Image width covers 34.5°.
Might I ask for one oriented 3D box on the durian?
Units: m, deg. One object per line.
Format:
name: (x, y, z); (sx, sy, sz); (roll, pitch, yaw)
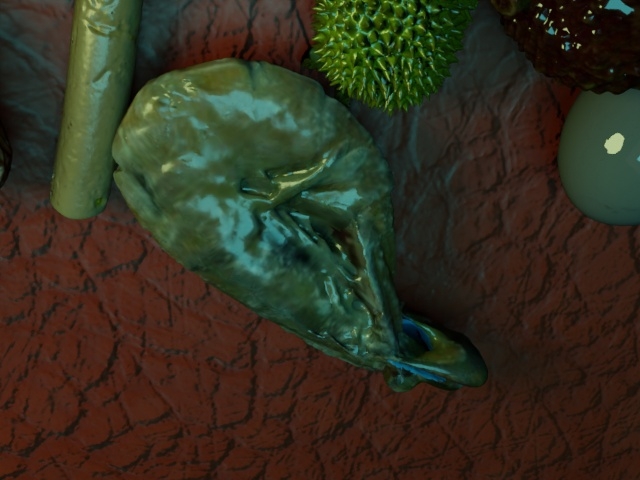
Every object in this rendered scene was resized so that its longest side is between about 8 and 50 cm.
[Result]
durian: (0.063, -0.195, 0.881); (0.146, 0.159, 0.198); (6, 114, -4)

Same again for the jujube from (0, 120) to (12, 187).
jujube: (-0.364, -0.126, 0.869); (0.168, 0.168, 0.236); (-35, 127, 9)

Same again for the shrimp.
shrimp: (0.000, 0.000, 0.982); (0.221, 0.110, 0.446); (-39, 116, 19)

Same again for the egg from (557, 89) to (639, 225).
egg: (0.308, -0.104, 0.962); (0.146, 0.146, 0.198); (36, 99, -21)

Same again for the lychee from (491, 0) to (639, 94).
lychee: (0.252, -0.244, 0.847); (0.271, 0.236, 0.236); (-27, 119, -27)

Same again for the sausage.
sausage: (-0.195, -0.165, 0.917); (0.066, 0.066, 0.301); (7, 114, -11)
